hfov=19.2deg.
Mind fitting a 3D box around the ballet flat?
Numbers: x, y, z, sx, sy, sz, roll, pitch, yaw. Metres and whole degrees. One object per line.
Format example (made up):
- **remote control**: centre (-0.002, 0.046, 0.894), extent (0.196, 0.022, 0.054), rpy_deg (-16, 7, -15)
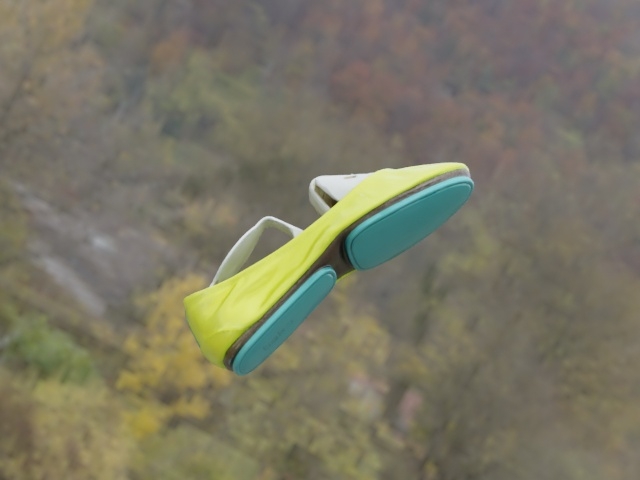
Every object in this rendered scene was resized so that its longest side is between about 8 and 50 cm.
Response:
- **ballet flat**: centre (0.000, 0.000, 1.336), extent (0.077, 0.231, 0.077), rpy_deg (47, -12, 24)
